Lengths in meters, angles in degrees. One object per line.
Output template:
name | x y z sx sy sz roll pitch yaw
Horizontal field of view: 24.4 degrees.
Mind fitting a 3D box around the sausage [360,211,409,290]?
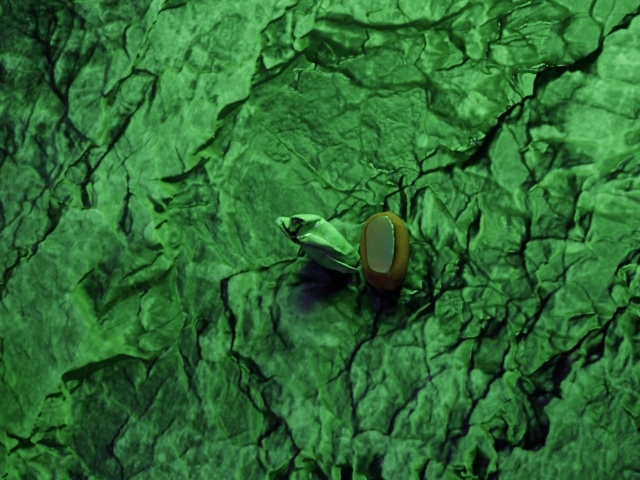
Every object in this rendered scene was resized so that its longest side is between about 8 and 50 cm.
sausage | 0.077 0.013 1.753 0.059 0.054 0.094 -6 70 19

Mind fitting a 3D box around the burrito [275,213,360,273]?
burrito | -0.003 -0.001 1.755 0.074 0.118 0.044 21 77 33
